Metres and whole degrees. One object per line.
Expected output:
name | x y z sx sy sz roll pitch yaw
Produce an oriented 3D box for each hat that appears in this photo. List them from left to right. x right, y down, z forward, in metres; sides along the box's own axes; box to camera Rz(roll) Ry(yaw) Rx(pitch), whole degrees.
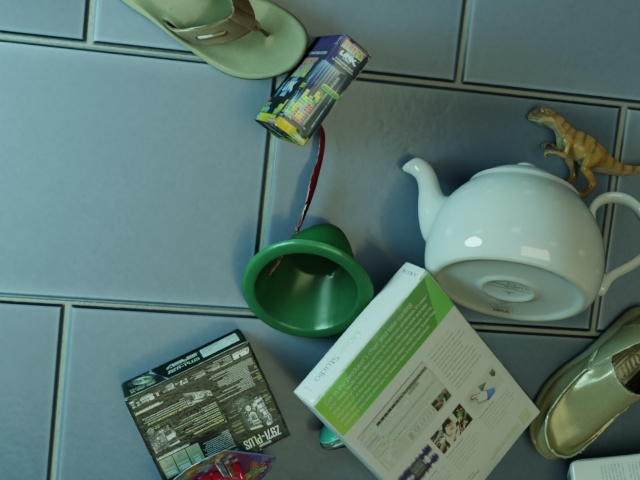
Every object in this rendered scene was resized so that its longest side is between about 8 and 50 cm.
hat | 0.000 0.000 1.710 0.173 0.184 0.208 29 131 -16

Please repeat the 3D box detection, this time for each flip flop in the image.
flip flop | -0.144 -0.293 1.597 0.277 0.080 0.112 30 88 -14

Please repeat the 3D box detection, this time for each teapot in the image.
teapot | 0.268 -0.015 1.679 0.256 0.252 0.187 31 61 -35

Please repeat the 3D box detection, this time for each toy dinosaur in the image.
toy dinosaur | 0.377 -0.112 1.759 0.211 0.064 0.112 29 90 -16

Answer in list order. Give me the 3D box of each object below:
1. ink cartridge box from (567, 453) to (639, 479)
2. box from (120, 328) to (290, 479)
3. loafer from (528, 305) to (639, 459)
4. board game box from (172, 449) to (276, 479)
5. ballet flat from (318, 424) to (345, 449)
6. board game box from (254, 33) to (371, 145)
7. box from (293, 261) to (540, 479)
ink cartridge box | 0.499 0.443 1.763 0.261 0.066 0.296 -7 64 3
box | -0.153 0.225 1.680 0.180 0.077 0.147 -26 104 -8
loafer | 0.403 0.205 1.799 0.102 0.092 0.268 41 88 -16
board game box | -0.130 0.330 1.668 0.133 0.033 0.168 -41 148 19
ballet flat | 0.087 0.227 1.743 0.203 0.074 0.074 -46 106 -9
board game box | -0.013 -0.191 1.599 0.048 0.170 0.141 36 89 -14
box | 0.138 0.216 1.698 0.232 0.058 0.322 -48 124 -12
